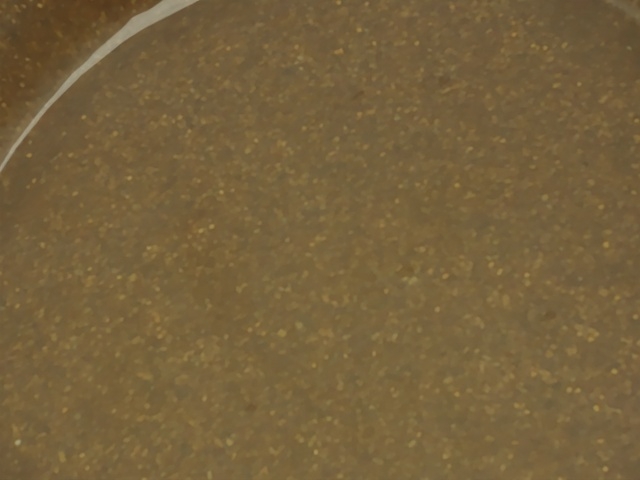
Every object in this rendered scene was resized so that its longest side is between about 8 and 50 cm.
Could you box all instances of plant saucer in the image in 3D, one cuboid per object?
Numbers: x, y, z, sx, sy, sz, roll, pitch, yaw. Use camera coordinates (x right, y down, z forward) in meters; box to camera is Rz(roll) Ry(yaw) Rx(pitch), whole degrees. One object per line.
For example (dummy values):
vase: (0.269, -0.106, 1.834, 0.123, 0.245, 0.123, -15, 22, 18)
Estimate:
plant saucer: (0.000, 0.000, 0.331, 0.198, 0.036, 0.198, -8, 57, 12)
